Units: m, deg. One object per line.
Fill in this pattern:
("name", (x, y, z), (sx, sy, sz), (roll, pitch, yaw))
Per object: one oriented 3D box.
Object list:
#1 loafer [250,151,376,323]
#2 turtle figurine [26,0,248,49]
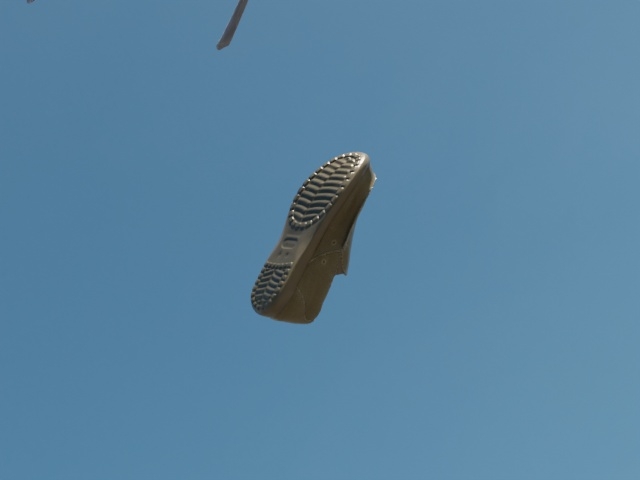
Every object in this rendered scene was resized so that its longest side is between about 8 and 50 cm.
("loafer", (0.000, 0.000, 0.898), (0.050, 0.056, 0.148), (38, -101, -34))
("turtle figurine", (-0.089, -0.322, 1.066), (0.197, 0.275, 0.266), (31, -38, -26))
